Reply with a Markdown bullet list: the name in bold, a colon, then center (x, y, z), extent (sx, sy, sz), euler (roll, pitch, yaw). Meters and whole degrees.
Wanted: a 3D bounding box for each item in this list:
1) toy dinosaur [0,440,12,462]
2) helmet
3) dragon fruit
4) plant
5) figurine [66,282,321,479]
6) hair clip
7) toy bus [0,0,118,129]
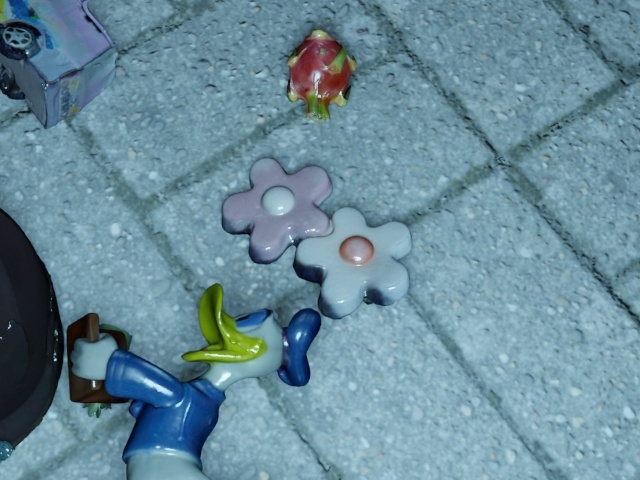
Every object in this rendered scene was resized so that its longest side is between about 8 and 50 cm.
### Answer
- **toy dinosaur**: center (-0.380, 0.275, 1.412), extent (0.049, 0.055, 0.154), euler (34, 74, 14)
- **helmet**: center (-0.400, 0.076, 1.437), extent (0.225, 0.177, 0.305), euler (-15, 66, -11)
- **dragon fruit**: center (-0.003, -0.198, 1.626), extent (0.086, 0.081, 0.116), euler (19, 65, -5)
- **plant**: center (-0.244, 0.146, 1.480), extent (0.051, 0.051, 0.102), euler (15, 72, 5)
- **figurine**: center (-0.143, 0.171, 1.381), extent (0.338, 0.204, 0.283), euler (-36, 56, -11)
- **hair clip**: center (-0.001, -0.004, 1.547), extent (0.257, 0.075, 0.146), euler (39, 75, 19)
- **toy bus**: center (-0.375, -0.289, 1.642), extent (0.138, 0.112, 0.317), euler (-30, 71, -25)
